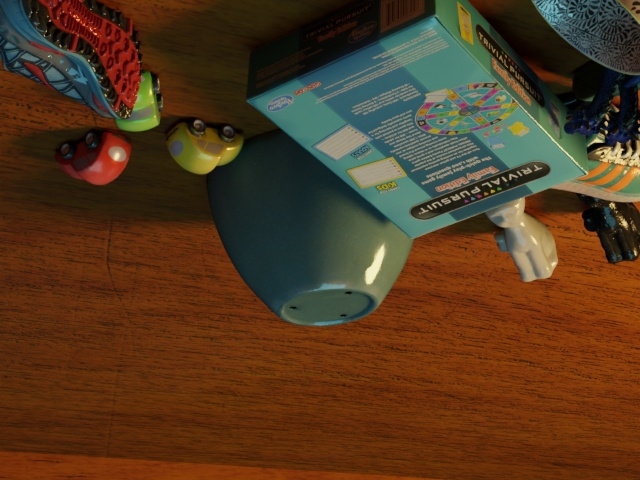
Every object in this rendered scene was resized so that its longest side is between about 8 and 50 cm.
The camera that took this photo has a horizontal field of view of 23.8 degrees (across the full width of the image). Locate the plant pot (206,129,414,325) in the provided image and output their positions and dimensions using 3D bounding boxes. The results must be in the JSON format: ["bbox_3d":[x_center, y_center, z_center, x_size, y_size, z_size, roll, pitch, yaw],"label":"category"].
[{"bbox_3d":[0.000,0.000,1.999,0.290,0.195,0.290,-5,157,-2],"label":"plant pot"}]

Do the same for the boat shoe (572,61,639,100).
[{"bbox_3d":[0.374,-0.202,1.808,0.048,0.056,0.153,8,156,-44],"label":"boat shoe"}]

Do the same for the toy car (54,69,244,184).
[{"bbox_3d":[-0.216,-0.131,1.827,0.239,0.053,0.225,-6,156,0],"label":"toy car"}]

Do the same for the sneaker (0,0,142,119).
[{"bbox_3d":[-0.282,-0.214,1.607,0.125,0.104,0.262,3,157,24],"label":"sneaker"}]

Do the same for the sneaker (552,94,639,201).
[{"bbox_3d":[0.359,-0.121,1.918,0.302,0.108,0.121,2,159,-14],"label":"sneaker"}]

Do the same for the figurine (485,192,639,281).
[{"bbox_3d":[0.334,-0.039,2.142,0.215,0.092,0.209,-13,147,17],"label":"figurine"}]

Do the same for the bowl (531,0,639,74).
[{"bbox_3d":[0.305,-0.260,1.594,0.170,0.080,0.170,38,169,9],"label":"bowl"}]

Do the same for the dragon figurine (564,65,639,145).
[{"bbox_3d":[0.374,-0.212,1.672,0.085,0.144,0.289,8,152,-30],"label":"dragon figurine"}]

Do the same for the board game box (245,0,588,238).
[{"bbox_3d":[0.117,-0.148,1.757,0.254,0.079,0.336,-21,140,31],"label":"board game box"}]
